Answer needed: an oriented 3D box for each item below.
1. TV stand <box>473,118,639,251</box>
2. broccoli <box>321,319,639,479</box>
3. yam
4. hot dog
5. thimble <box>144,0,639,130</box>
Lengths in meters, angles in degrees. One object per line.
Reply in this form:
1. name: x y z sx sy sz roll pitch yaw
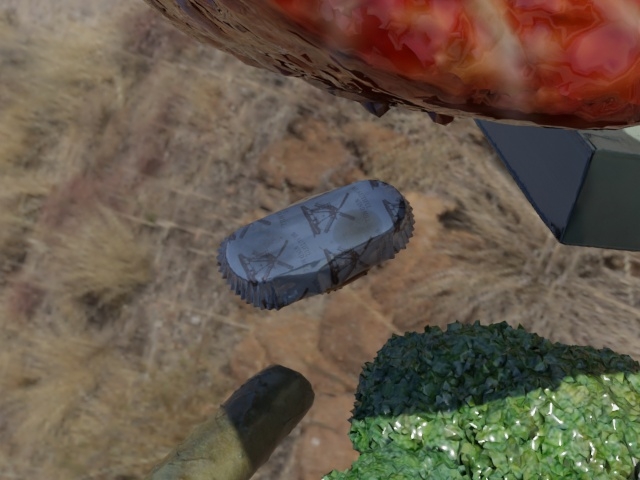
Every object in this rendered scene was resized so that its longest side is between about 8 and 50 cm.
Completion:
1. TV stand: 0.192 -0.094 0.887 0.269 0.088 0.083 -108 26 -56
2. broccoli: 0.148 0.212 0.689 0.413 0.309 0.321 -90 -1 -56
3. yam: -0.123 0.227 0.954 0.083 0.083 0.371 -33 8 41
4. hot dog: 0.000 0.000 1.022 0.099 0.192 0.053 58 161 21
5. thimble: 0.051 -0.210 0.430 0.350 0.350 0.230 -66 18 6
